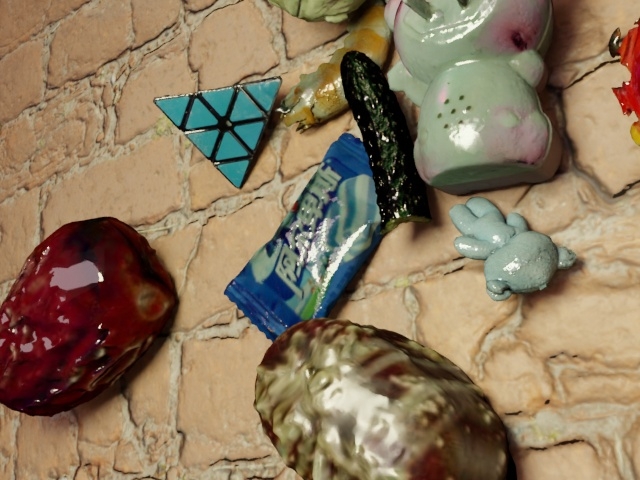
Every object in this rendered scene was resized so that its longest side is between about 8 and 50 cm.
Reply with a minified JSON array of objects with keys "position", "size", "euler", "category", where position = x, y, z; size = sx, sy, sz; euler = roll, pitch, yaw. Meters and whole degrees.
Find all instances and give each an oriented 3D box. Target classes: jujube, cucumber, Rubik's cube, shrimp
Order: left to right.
[{"position":[-0.416,0.132,1.213],"size":[0.377,0.258,0.258],"euler":[-49,53,19],"category":"jujube"},{"position":[-0.154,-0.184,1.236],"size":[0.211,0.190,0.178],"euler":[-8,103,2],"category":"Rubik's cube"},{"position":[0.032,-0.322,1.146],"size":[0.185,0.068,0.287],"euler":[-5,70,32],"category":"shrimp"},{"position":[0.088,-0.151,0.998],"size":[0.081,0.072,0.304],"euler":[-14,66,6],"category":"cucumber"}]

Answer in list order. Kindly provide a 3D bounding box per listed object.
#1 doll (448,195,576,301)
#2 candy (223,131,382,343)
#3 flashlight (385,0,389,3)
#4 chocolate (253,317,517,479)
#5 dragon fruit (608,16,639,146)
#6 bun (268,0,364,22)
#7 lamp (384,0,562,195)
[{"position":[0.228,0.011,0.896],"size":[0.120,0.075,0.180],"euler":[-26,33,-8],"category":"doll"},{"position":[0.000,0.000,1.051],"size":[0.187,0.077,0.331],"euler":[37,92,35],"category":"candy"},{"position":[0.150,-0.465,1.122],"size":[0.093,0.047,0.200],"euler":[9,81,41],"category":"flashlight"},{"position":[0.056,0.219,0.855],"size":[0.340,0.210,0.225],"euler":[36,94,38],"category":"chocolate"},{"position":[0.443,-0.214,0.714],"size":[0.227,0.243,0.307],"euler":[163,117,-73],"category":"dragon fruit"},{"position":[0.019,-0.423,1.053],"size":[0.283,0.283,0.179],"euler":[-22,94,28],"category":"bun"},{"position":[0.185,-0.227,0.900],"size":[0.247,0.247,0.301],"euler":[-9,77,36],"category":"lamp"}]
